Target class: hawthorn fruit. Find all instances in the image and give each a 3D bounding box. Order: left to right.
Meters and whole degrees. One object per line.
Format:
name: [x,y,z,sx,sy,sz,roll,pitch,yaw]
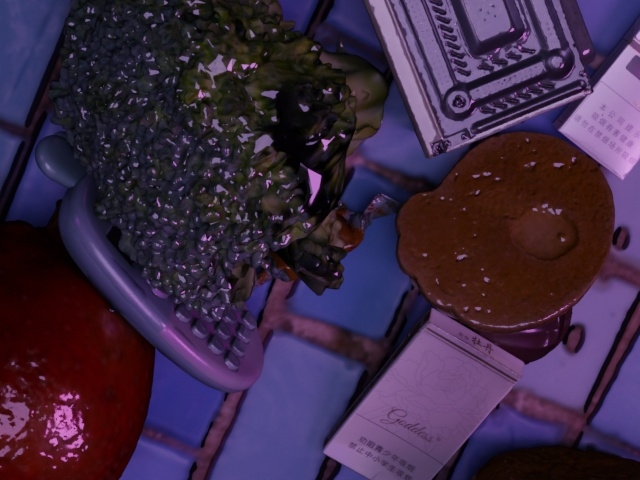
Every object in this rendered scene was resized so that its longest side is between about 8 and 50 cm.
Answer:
hawthorn fruit: [-0.274,0.111,1.636,0.265,0.265,0.307,25,78,-8]

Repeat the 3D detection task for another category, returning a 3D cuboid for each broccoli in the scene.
broccoli: [-0.086,-0.113,1.574,0.317,0.338,0.277,29,127,-30]

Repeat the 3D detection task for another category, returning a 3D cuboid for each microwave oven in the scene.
microwave oven: [0.131,-0.224,1.627,0.194,0.145,0.240,-21,103,5]

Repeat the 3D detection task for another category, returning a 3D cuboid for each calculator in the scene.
calculator: [-0.157,0.019,1.647,0.041,0.185,0.299,-37,104,21]

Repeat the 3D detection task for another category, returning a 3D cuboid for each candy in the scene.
candy: [0.000,0.000,1.719,0.182,0.053,0.046,-29,96,2]

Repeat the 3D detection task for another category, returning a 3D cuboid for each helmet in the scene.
helmet: [0.189,0.077,1.736,0.123,0.070,0.098,-1,103,-2]

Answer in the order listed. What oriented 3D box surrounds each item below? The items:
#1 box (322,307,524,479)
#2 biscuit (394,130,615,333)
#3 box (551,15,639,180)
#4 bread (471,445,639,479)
box: [0.098,0.163,1.741,0.109,0.029,0.198,31,120,-10]
biscuit: [0.180,-0.005,1.695,0.208,0.049,0.181,-42,77,-13]
box: [0.302,-0.143,1.705,0.084,0.040,0.154,37,100,-10]
bread: [0.241,0.292,1.698,0.227,0.253,0.142,8,101,4]
